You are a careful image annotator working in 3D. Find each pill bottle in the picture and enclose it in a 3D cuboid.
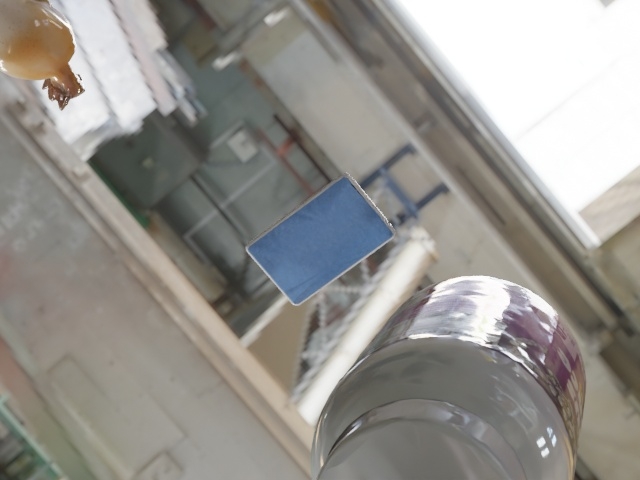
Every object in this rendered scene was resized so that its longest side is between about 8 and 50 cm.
[{"bbox_3d":[0.088,0.133,0.934,0.169,0.169,0.301,-38,-179,18],"label":"pill bottle"}]

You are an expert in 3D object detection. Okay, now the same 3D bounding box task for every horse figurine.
[{"bbox_3d":[-0.253,-0.179,1.022,0.066,0.263,0.174,-45,-143,5],"label":"horse figurine"}]

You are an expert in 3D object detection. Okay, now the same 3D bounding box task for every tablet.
[{"bbox_3d":[0.000,0.000,0.886,0.083,0.054,0.006,-36,-163,14],"label":"tablet"}]
